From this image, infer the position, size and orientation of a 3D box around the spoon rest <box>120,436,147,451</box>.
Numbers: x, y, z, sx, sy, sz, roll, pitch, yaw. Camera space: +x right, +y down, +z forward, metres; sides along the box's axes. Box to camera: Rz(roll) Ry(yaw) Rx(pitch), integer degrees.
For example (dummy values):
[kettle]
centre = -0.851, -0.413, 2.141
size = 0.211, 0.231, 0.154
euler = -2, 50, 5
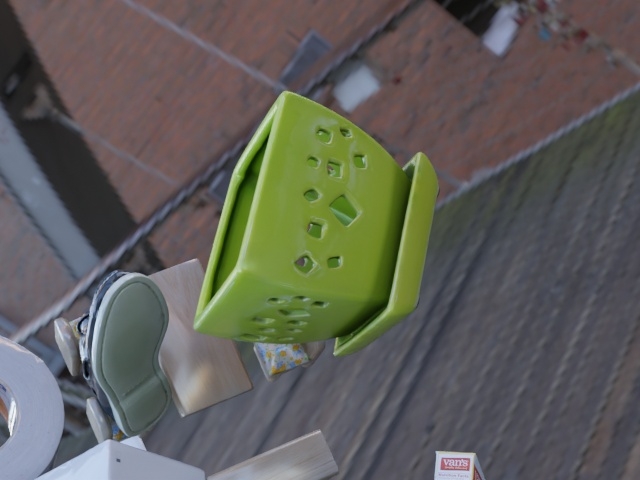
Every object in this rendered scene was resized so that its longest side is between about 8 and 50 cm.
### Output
[spoon rest]
centre = -0.327, 0.382, 2.179
size = 0.276, 0.084, 0.137
euler = -104, 9, -68

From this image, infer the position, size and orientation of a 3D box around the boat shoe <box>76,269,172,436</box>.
[boat shoe]
centre = -0.278, 0.137, 1.725
size = 0.127, 0.113, 0.340
euler = -39, -29, -22

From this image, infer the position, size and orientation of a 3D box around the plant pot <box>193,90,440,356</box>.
[plant pot]
centre = 0.000, 0.000, 1.415
size = 0.227, 0.207, 0.228
euler = 131, 153, -64

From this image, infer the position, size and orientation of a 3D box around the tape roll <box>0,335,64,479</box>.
[tape roll]
centre = -0.403, 0.211, 1.431
size = 0.219, 0.219, 0.072
euler = -64, 2, -38

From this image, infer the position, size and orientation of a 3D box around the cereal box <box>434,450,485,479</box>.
[cereal box]
centre = 0.140, 0.357, 1.285
size = 0.047, 0.173, 0.240
euler = -1, 57, 16

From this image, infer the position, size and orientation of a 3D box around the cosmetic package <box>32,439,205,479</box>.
[cosmetic package]
centre = -0.230, 0.349, 1.238
size = 0.224, 0.138, 0.224
euler = -28, 51, 30

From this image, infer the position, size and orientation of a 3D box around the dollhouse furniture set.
[dollhouse furniture set]
centre = -0.153, 0.212, 1.854
size = 0.362, 0.394, 0.256
euler = -21, -13, -17
